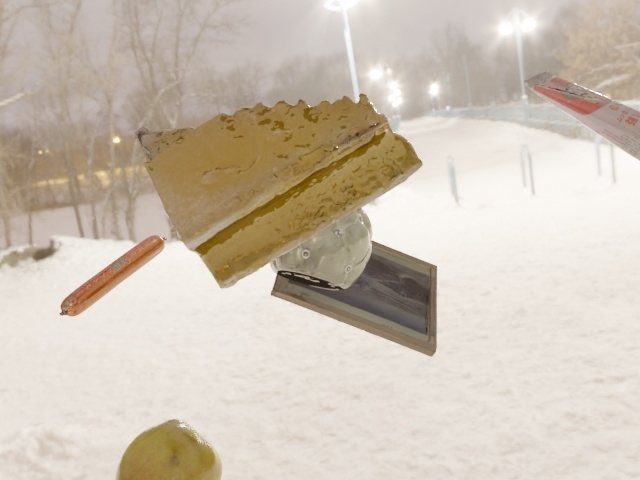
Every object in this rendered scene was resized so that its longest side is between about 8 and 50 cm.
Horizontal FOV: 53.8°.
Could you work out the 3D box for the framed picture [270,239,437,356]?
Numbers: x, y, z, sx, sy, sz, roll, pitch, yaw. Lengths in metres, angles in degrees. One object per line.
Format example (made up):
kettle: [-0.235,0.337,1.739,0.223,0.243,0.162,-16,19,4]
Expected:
framed picture: [0.108,0.102,1.678,0.447,0.028,0.326,21,41,-8]

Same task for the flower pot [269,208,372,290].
flower pot: [0.000,0.000,1.430,0.246,0.195,0.246,16,-12,3]

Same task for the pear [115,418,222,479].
pear: [-0.299,0.454,1.225,0.200,0.199,0.200,-9,10,2]

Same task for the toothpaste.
toothpaste: [0.380,-0.157,0.825,0.234,0.057,0.089,37,40,22]

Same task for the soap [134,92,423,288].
soap: [-0.074,-0.139,0.920,0.339,0.169,0.304,-31,53,-2]

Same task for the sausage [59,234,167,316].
sausage: [-0.485,0.076,1.505,0.053,0.053,0.348,-3,28,34]
